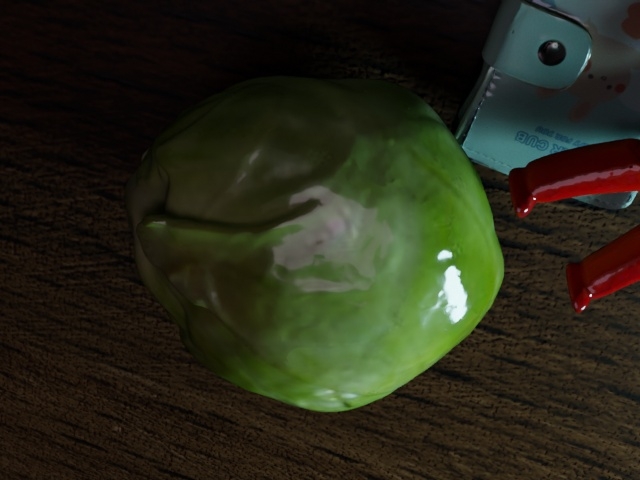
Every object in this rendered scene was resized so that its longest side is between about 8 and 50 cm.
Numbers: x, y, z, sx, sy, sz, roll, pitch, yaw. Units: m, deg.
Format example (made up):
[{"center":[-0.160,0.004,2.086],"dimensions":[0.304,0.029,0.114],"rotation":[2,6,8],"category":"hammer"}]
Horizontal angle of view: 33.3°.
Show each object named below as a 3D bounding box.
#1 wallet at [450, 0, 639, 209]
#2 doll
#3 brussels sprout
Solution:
[{"center":[0.220,-0.150,0.849],"dimensions":[0.176,0.075,0.250],"rotation":[18,129,-3],"category":"wallet"},{"center":[0.348,-0.060,0.819],"dimensions":[0.384,0.099,0.188],"rotation":[-24,128,22],"category":"doll"},{"center":[0.000,0.000,0.923],"dimensions":[0.328,0.247,0.328],"rotation":[12,118,23],"category":"brussels sprout"}]
